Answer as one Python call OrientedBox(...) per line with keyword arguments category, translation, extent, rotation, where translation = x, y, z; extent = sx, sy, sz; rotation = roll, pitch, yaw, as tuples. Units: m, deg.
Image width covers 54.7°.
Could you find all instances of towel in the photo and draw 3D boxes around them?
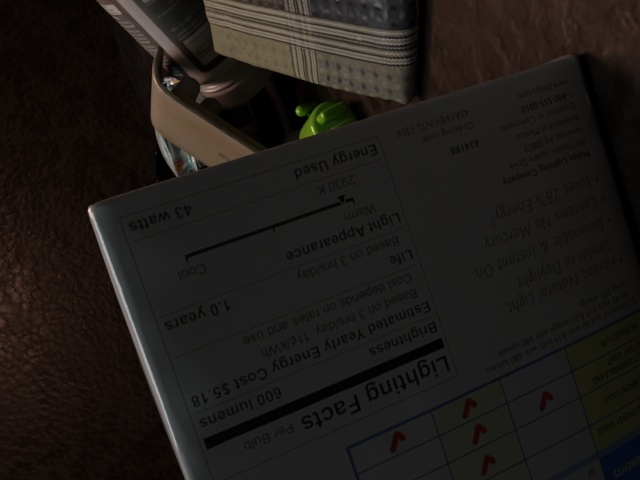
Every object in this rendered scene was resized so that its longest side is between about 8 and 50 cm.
OrientedBox(category="towel", translation=(-0.031, -0.319, 0.650), extent=(0.324, 0.056, 0.312), rotation=(25, 142, 34))

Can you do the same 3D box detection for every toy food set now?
OrientedBox(category="toy food set", translation=(-0.128, -0.167, 0.968), extent=(0.306, 0.092, 0.219), rotation=(33, 167, -12))

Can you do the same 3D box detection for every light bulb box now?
OrientedBox(category="light bulb box", translation=(0.052, 0.094, 0.502), extent=(0.225, 0.357, 0.361), rotation=(176, 75, -73))

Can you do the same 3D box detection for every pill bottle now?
OrientedBox(category="pill bottle", translation=(-0.201, -0.338, 0.926), extent=(0.283, 0.161, 0.161), rotation=(44, -174, -47))
OrientedBox(category="pill bottle", translation=(-0.160, -0.241, 1.224), extent=(0.067, 0.067, 0.120), rotation=(0, 110, 71))

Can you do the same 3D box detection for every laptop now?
OrientedBox(category="laptop", translation=(-0.329, -0.258, 1.486), extent=(0.136, 0.264, 0.235), rotation=(-17, 70, 36))

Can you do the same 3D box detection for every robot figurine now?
OrientedBox(category="robot figurine", translation=(0.010, -0.144, 0.832), extent=(0.101, 0.067, 0.115), rotation=(57, 162, 0))

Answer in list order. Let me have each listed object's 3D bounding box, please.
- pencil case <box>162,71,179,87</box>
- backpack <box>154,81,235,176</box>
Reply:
OrientedBox(category="pencil case", translation=(-0.275, -0.265, 1.445), extent=(0.113, 0.124, 0.273), rotation=(0, 118, 29))
OrientedBox(category="backpack", translation=(-0.230, -0.202, 1.142), extent=(0.166, 0.144, 0.189), rotation=(-170, 68, -81))
